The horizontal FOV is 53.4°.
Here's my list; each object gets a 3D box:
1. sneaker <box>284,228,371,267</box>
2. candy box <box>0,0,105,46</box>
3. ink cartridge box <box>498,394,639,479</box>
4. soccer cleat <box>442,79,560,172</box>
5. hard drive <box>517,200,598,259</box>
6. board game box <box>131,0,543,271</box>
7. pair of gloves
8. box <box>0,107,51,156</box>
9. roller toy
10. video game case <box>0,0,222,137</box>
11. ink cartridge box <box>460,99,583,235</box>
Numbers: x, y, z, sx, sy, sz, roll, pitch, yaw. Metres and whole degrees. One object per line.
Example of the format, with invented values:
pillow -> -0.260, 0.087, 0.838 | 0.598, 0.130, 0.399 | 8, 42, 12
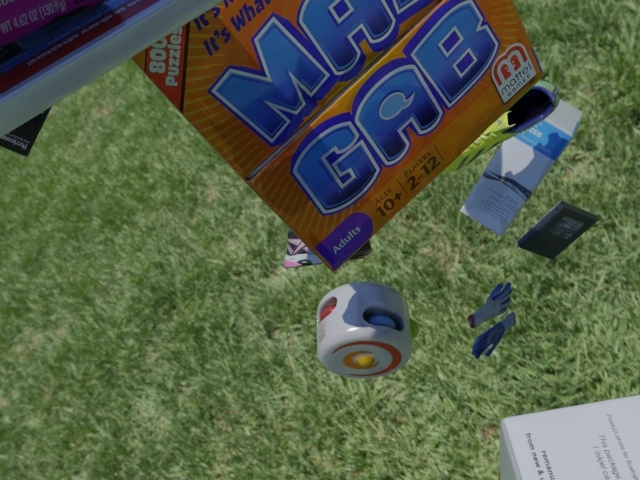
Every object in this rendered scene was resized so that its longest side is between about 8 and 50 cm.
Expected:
sneaker -> 0.000, 0.000, 1.013 | 0.178, 0.072, 0.077 | -9, 87, 43
candy box -> -0.220, -0.214, 0.327 | 0.159, 0.233, 0.071 | -38, 58, -26
ink cartridge box -> 0.284, 0.202, 0.481 | 0.273, 0.197, 0.114 | -11, 48, 5
soccer cleat -> 0.343, -0.230, 1.288 | 0.289, 0.093, 0.121 | -32, 9, 20
hard drive -> 0.488, -0.018, 1.313 | 0.135, 0.094, 0.022 | -54, 26, 40
board game box -> -0.024, -0.258, 0.798 | 0.356, 0.356, 0.356 | -43, 38, -1
pair of gloves -> 0.422, 0.199, 1.563 | 0.159, 0.198, 0.023 | -33, 40, -23
box -> -0.518, -0.261, 0.911 | 0.103, 0.261, 0.184 | 30, 94, 48
roller toy -> 0.086, 0.190, 1.291 | 0.210, 0.191, 0.146 | -14, 48, 16
video game case -> -0.234, -0.203, 0.497 | 0.204, 0.025, 0.285 | -39, 57, -19
ink cartridge box -> 0.497, -0.194, 1.579 | 0.223, 0.129, 0.307 | -45, -15, -54
